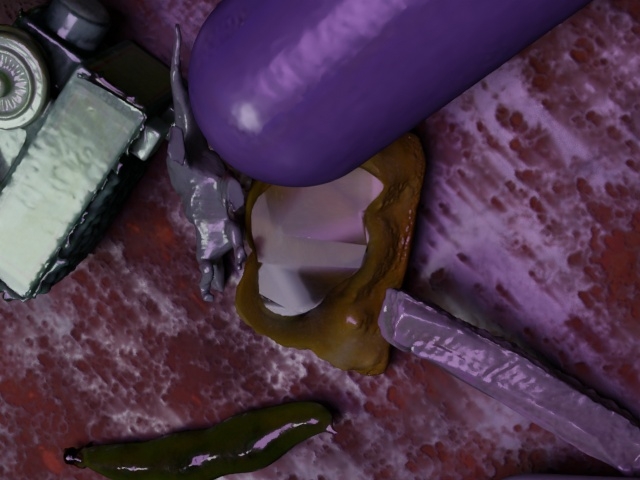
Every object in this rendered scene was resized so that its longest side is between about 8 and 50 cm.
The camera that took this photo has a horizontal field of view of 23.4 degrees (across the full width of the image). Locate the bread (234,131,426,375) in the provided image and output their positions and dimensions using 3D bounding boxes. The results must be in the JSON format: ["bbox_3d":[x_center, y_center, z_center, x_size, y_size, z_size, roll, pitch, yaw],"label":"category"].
[{"bbox_3d":[0.000,0.000,1.342,0.161,0.088,0.233,15,108,15],"label":"bread"}]

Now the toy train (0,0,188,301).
[{"bbox_3d":[-0.250,-0.088,1.387,0.188,0.159,0.271,36,112,0],"label":"toy train"}]

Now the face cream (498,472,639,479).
[{"bbox_3d":[0.205,0.256,1.312,0.291,0.071,0.144,-3,126,22],"label":"face cream"}]

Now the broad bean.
[{"bbox_3d":[-0.114,0.199,1.452,0.298,0.043,0.060,-14,86,25],"label":"broad bean"}]

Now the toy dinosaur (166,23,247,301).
[{"bbox_3d":[-0.107,-0.064,1.335,0.053,0.167,0.242,-16,98,-9],"label":"toy dinosaur"}]

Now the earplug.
[{"bbox_3d":[0.087,-0.211,1.177,0.456,0.215,0.215,-39,86,20],"label":"earplug"}]

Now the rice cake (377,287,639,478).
[{"bbox_3d":[0.167,0.119,1.298,0.270,0.049,0.055,28,98,2],"label":"rice cake"}]
